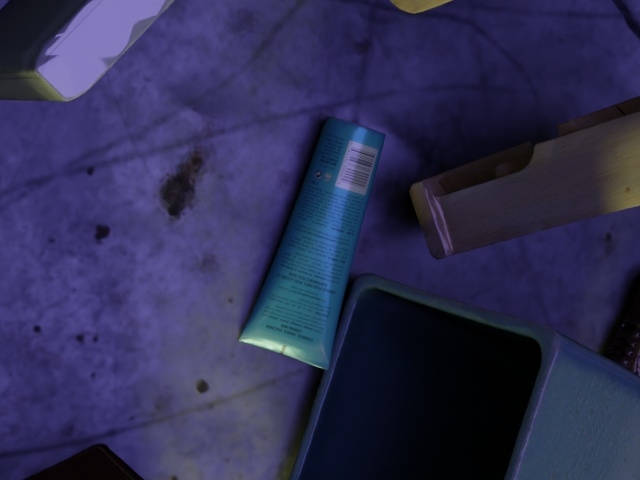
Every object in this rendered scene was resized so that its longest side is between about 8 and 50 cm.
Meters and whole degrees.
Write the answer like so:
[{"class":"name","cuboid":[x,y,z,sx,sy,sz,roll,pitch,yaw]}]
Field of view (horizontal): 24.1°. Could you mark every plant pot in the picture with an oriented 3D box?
[{"class":"plant pot","cuboid":[0.156,0.195,1.266,0.252,0.247,0.248,20,87,-39]}]

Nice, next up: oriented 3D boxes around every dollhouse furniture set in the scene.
[{"class":"dollhouse furniture set","cuboid":[0.174,-0.215,1.216,0.362,0.256,0.394,-21,93,-47]}]

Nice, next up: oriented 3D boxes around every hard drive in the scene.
[{"class":"hard drive","cuboid":[-0.153,-0.178,1.040,0.203,0.307,0.040,-48,111,-12]}]

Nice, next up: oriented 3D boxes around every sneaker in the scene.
[{"class":"sneaker","cuboid":[0.295,0.120,1.403,0.071,0.066,0.188,3,94,-23]}]

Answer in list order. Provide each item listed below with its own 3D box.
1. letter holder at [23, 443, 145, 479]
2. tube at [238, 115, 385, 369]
[{"class":"letter holder","cuboid":[-0.189,0.290,1.080,0.214,0.302,0.152,-23,105,-20]},{"class":"tube","cuboid":[0.000,0.000,1.270,0.080,0.052,0.207,18,91,2]}]
